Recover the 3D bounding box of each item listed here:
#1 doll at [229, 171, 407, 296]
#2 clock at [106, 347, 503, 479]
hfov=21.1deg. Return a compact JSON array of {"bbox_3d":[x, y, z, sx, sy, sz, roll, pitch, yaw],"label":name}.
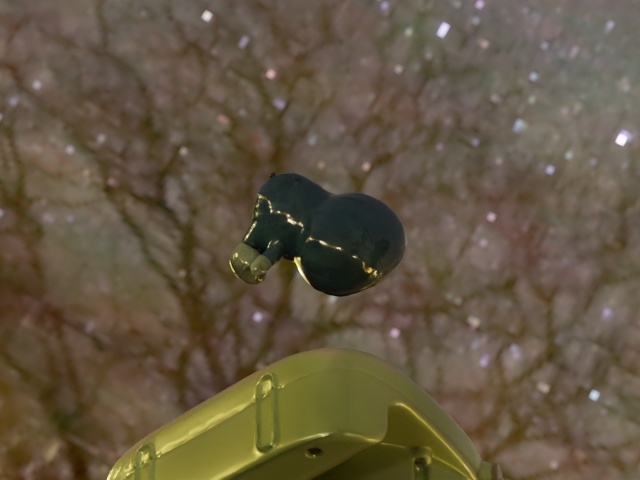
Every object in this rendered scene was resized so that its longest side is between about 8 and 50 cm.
[{"bbox_3d":[0.000,0.000,0.864,0.083,0.076,0.050,20,-54,22],"label":"doll"},{"bbox_3d":[0.020,0.212,1.191,0.235,0.096,0.308,-33,-52,24],"label":"clock"}]
